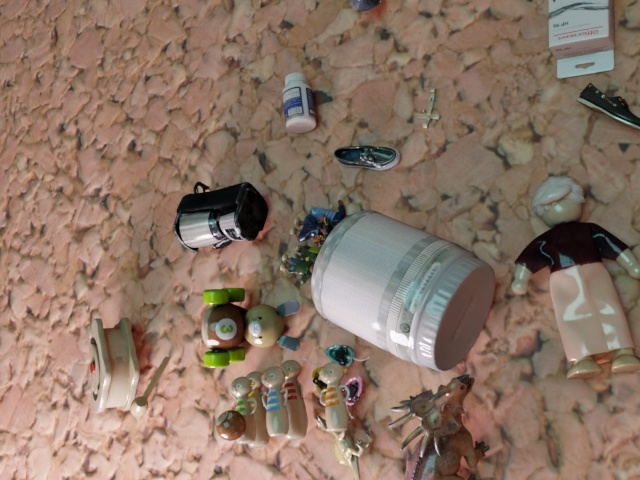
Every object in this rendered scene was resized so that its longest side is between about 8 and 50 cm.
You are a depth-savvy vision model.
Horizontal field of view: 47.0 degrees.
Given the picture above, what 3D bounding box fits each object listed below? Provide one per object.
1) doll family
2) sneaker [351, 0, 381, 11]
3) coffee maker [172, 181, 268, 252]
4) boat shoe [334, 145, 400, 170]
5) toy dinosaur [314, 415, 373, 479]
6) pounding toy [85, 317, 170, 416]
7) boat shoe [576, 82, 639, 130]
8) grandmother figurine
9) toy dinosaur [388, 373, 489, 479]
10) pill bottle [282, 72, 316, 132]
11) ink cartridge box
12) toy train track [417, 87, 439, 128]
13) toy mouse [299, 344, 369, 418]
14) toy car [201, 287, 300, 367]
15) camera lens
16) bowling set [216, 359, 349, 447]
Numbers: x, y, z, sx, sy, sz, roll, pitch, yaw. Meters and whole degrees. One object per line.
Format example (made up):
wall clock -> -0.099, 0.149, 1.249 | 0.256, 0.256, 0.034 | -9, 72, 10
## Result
doll family -> 0.000, 0.000, 1.488 | 0.111, 0.076, 0.193 | 7, 78, 37
sneaker -> 0.066, -0.606, 1.607 | 0.122, 0.110, 0.283 | -28, 60, 42
coffee maker -> -0.216, -0.069, 1.609 | 0.178, 0.120, 0.171 | -9, 72, 28
boat shoe -> 0.092, -0.170, 1.495 | 0.142, 0.040, 0.049 | 2, 78, 32
toy dinosaur -> 0.058, 0.393, 1.372 | 0.092, 0.053, 0.183 | -51, 55, 32
pounding toy -> -0.440, 0.302, 1.678 | 0.154, 0.155, 0.269 | -59, 41, 39
boat shoe -> 0.502, -0.228, 1.257 | 0.133, 0.049, 0.042 | 43, 109, 36
grandmother figurine -> 0.418, 0.050, 1.213 | 0.208, 0.104, 0.342 | -6, 69, 1
toy dinosaur -> 0.184, 0.360, 1.205 | 0.127, 0.200, 0.295 | 5, 80, 32
pill bottle -> -0.048, -0.300, 1.599 | 0.067, 0.067, 0.120 | -17, 69, 27
ink cartridge box -> 0.467, -0.391, 1.315 | 0.104, 0.060, 0.180 | -4, 75, 30
toy train track -> 0.215, -0.264, 1.462 | 0.048, 0.014, 0.083 | 8, 81, 32
toy mouse -> 0.050, 0.253, 1.406 | 0.143, 0.031, 0.161 | -41, 68, 28
toy car -> -0.131, 0.175, 1.491 | 0.188, 0.149, 0.155 | -1, 89, 19
camera lens -> 0.137, 0.082, 1.294 | 0.274, 0.219, 0.219 | 24, 90, 34
bowling set -> -0.100, 0.293, 1.376 | 0.287, 0.200, 0.154 | -22, 64, 35
